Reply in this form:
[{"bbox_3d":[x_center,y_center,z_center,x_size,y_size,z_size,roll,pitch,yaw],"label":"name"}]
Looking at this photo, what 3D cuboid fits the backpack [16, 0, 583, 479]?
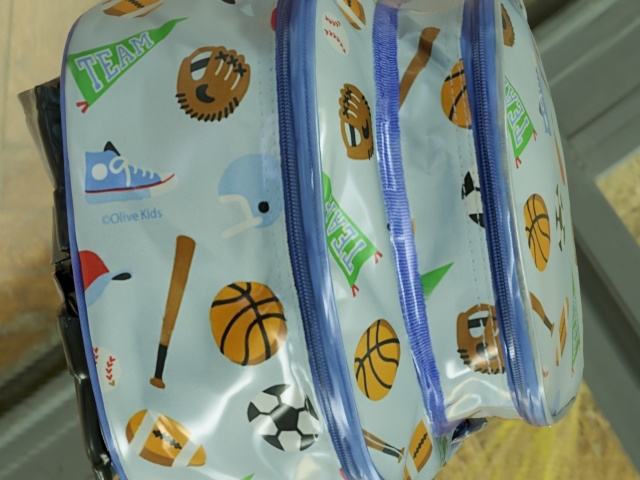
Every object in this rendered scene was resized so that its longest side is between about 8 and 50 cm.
[{"bbox_3d":[0.000,0.000,0.615,0.213,0.277,0.263,-13,-178,22],"label":"backpack"}]
